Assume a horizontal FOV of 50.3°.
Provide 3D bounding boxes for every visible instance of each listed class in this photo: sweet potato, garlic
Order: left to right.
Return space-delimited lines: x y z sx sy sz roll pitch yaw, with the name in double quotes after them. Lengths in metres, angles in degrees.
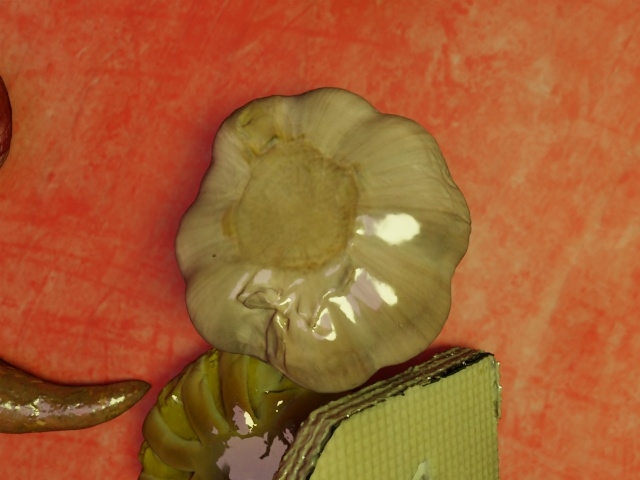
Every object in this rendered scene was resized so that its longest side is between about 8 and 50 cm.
-0.283 0.125 0.598 0.255 0.058 0.078 18 72 1 "sweet potato"
0.004 -0.002 0.514 0.228 0.152 0.228 -2 74 6 "garlic"

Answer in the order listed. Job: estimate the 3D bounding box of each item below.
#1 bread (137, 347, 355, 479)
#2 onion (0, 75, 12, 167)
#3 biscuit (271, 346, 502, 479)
-0.048 0.188 0.552 0.213 0.105 0.213 0 94 6 "bread"
-0.348 -0.118 0.556 0.159 0.159 0.195 -42 75 5 "onion"
0.048 0.175 0.487 0.046 0.250 0.147 3 102 46 "biscuit"
